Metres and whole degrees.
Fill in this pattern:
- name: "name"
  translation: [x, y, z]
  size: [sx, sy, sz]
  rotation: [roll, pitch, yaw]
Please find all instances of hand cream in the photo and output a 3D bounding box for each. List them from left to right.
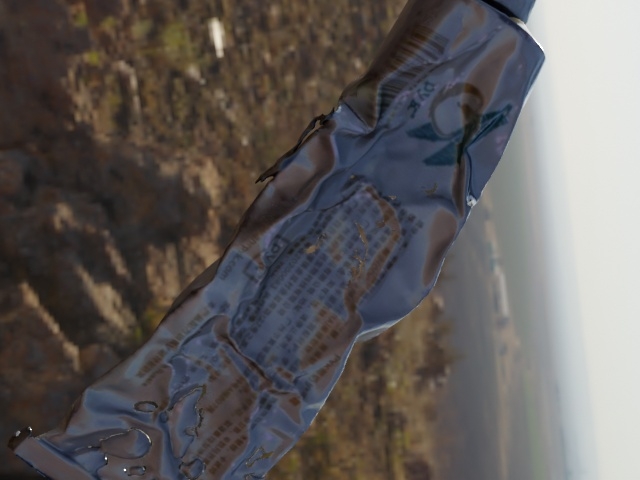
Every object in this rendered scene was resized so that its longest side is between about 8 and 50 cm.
- name: "hand cream"
  translation: [0.001, 0.001, 0.472]
  size: [0.084, 0.257, 0.050]
  rotation: [37, 2, -21]

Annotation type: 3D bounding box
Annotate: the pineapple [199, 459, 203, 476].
- name: "pineapple"
  translation: [-0.111, 0.307, 0.942]
  size: [0.161, 0.158, 0.335]
  rotation: [16, -52, 64]
